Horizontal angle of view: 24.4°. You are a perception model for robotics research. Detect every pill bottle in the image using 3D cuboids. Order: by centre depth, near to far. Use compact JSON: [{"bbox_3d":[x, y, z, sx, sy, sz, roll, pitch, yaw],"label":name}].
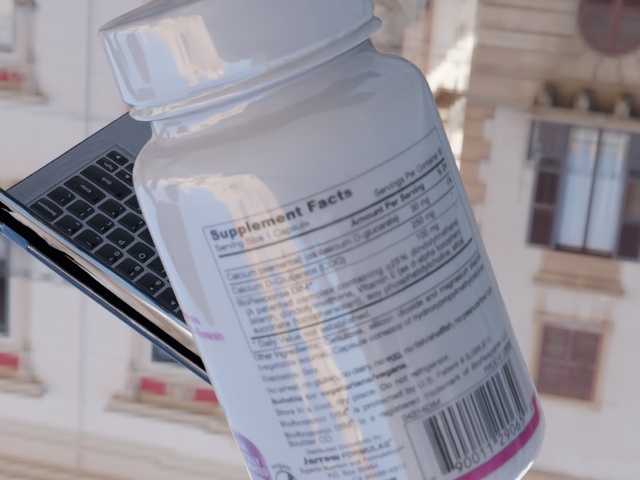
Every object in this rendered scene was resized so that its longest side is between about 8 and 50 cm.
[{"bbox_3d":[0.000,0.000,0.764,0.160,0.283,0.160,-19,-166,5],"label":"pill bottle"}]

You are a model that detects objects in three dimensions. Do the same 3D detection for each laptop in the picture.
[{"bbox_3d":[-0.092,-0.023,1.215,0.382,0.236,0.408,35,-135,16],"label":"laptop"}]
